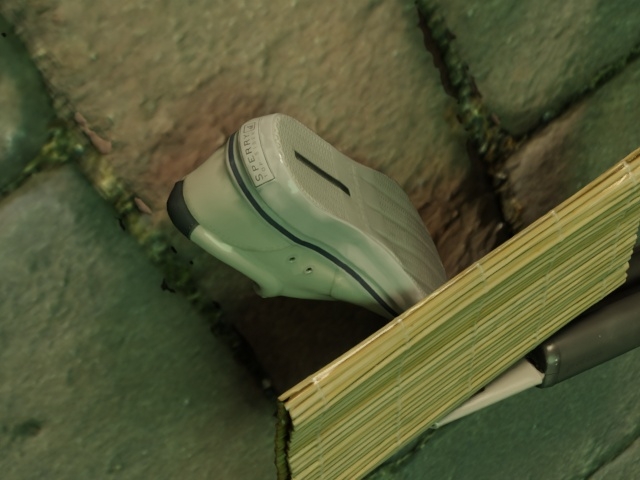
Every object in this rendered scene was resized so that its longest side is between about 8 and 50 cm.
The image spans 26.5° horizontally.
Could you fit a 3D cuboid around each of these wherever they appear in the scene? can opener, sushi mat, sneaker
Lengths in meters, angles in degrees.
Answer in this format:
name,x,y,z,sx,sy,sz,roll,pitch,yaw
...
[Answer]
name,x,y,z,sx,sy,sz,roll,pitch,yaw
can opener,0.169,0.057,1.020,0.283,0.076,0.095,-20,134,-24
sushi mat,0.099,0.065,0.901,0.316,0.019,0.151,-33,149,-21
sneaker,0.000,0.000,0.854,0.091,0.094,0.258,-24,146,22
